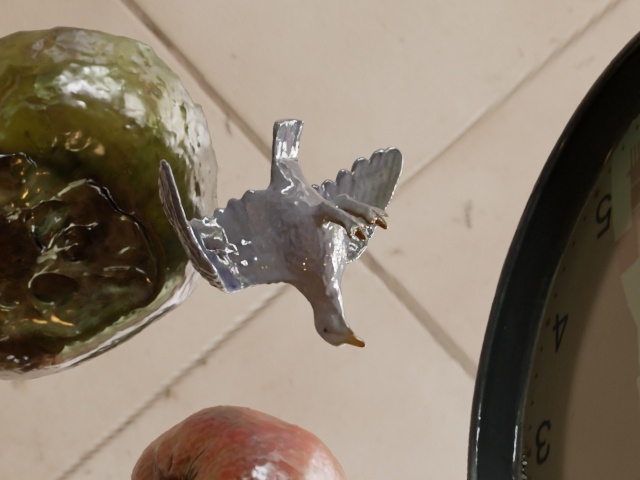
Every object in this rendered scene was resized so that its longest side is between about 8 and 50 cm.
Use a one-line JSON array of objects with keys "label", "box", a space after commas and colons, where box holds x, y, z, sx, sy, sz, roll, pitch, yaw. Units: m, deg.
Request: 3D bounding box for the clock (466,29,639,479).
[{"label": "clock", "box": [0.188, 0.047, 0.765, 0.076, 0.386, 0.386, 18, 110, -14]}]

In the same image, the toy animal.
[{"label": "toy animal", "box": [0.000, 0.000, 0.330, 0.084, 0.050, 0.028, -7, 148, -50]}]

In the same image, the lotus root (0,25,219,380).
[{"label": "lotus root", "box": [-0.144, -0.003, 0.743, 0.203, 0.078, 0.183, -30, 117, 8]}]

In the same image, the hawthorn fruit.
[{"label": "hawthorn fruit", "box": [-0.054, 0.225, 1.176, 0.179, 0.179, 0.200, -48, 139, 10]}]
